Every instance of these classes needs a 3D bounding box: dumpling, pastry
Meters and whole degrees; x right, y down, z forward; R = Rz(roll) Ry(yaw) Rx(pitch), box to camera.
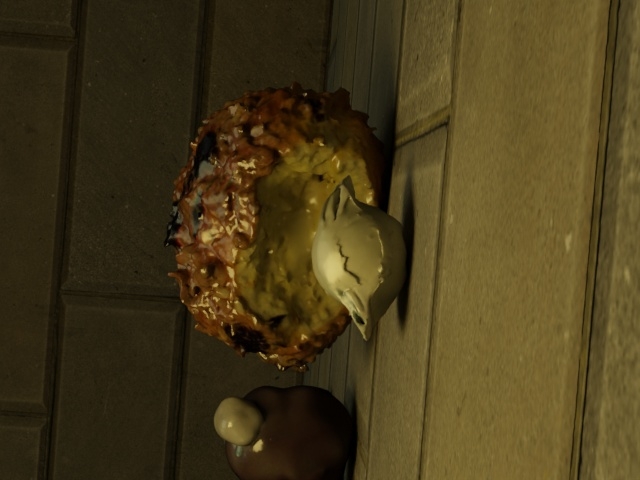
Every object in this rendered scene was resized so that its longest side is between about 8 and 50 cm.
[{"bbox_3d":[0.052,0.021,1.149,0.127,0.108,0.188,15,-117,-67],"label":"dumpling"},{"bbox_3d":[-0.077,-0.031,1.456,0.337,0.292,0.405,-151,66,-64],"label":"pastry"}]

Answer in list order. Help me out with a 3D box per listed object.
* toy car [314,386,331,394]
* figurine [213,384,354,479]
[{"bbox_3d":[-0.053,0.414,2.129,0.248,0.142,0.200,-163,78,-85],"label":"toy car"},{"bbox_3d":[-0.056,0.395,1.623,0.218,0.206,0.365,-57,-28,-66],"label":"figurine"}]
